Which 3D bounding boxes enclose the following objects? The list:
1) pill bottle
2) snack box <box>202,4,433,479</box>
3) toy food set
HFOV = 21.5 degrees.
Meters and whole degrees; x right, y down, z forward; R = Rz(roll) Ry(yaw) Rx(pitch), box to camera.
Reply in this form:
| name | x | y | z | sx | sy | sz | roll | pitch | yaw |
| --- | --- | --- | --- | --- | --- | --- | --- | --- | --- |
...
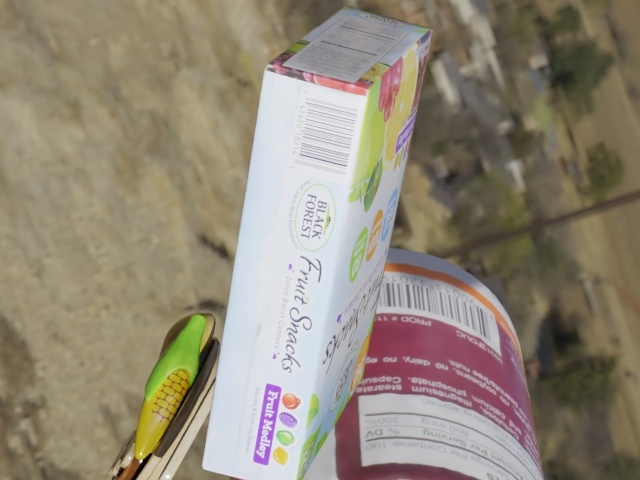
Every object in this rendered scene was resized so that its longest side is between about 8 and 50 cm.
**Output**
| name | x | y | z | sx | sy | sz | roll | pitch | yaw |
| --- | --- | --- | --- | --- | --- | --- | --- | --- | --- |
| pill bottle | 0.046 | 0.197 | 1.144 | 0.224 | 0.224 | 0.392 | 59 | 16 | -28 |
| snack box | 0.000 | 0.000 | 0.571 | 0.100 | 0.037 | 0.141 | -48 | 151 | -66 |
| toy food set | -0.101 | 0.105 | 1.046 | 0.038 | 0.192 | 0.132 | 31 | 68 | -6 |
